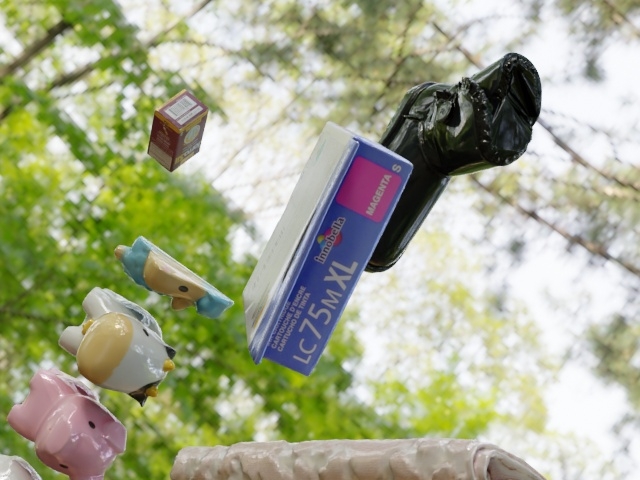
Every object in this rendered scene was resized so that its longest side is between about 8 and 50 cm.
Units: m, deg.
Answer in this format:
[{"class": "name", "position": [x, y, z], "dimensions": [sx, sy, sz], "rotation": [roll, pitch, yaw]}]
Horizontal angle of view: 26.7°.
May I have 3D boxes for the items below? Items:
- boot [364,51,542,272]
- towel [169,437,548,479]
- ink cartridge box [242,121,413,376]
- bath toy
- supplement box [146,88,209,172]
[{"class": "boot", "position": [0.129, -0.083, 1.469], "dimensions": [0.094, 0.246, 0.207], "rotation": [32, -16, -20]}, {"class": "towel", "position": [0.088, 0.245, 1.004], "dimensions": [0.332, 0.053, 0.317], "rotation": [-12, -48, 48]}, {"class": "ink cartridge box", "position": [0.000, 0.000, 1.115], "dimensions": [0.065, 0.185, 0.311], "rotation": [26, 5, -5]}, {"class": "bath toy", "position": [-0.226, 0.169, 1.309], "dimensions": [0.129, 0.348, 0.151], "rotation": [34, 5, 3]}, {"class": "supplement box", "position": [-0.172, -0.131, 1.624], "dimensions": [0.043, 0.055, 0.083], "rotation": [39, -35, 14]}]
